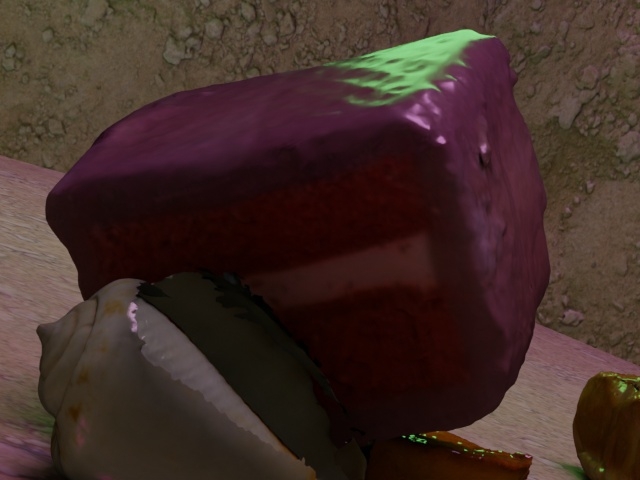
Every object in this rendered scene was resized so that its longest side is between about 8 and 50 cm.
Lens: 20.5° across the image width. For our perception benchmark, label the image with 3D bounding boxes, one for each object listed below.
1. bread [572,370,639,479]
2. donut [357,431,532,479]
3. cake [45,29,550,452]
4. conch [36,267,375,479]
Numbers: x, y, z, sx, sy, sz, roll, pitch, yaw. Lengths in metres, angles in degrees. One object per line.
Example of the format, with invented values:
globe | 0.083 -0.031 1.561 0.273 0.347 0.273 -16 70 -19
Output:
bread | 0.362 0.214 1.778 0.167 0.132 0.294 18 5 -7
donut | 0.058 0.171 1.322 0.174 0.074 0.190 14 2 -45
cake | 0.000 0.000 1.255 0.309 0.237 0.230 -10 20 24
conch | -0.063 0.100 1.109 0.251 0.137 0.143 12 32 -25
